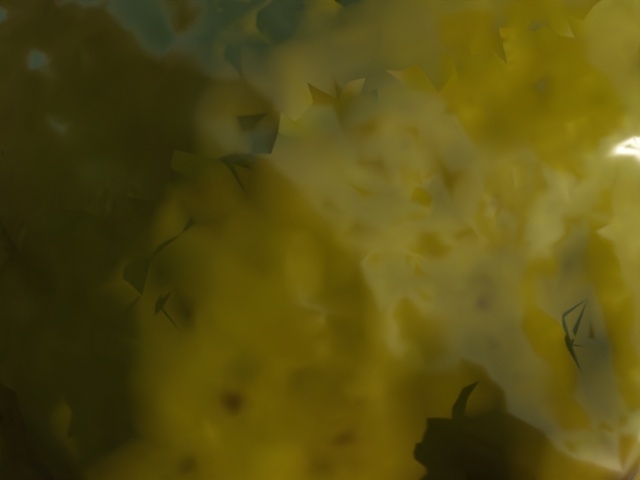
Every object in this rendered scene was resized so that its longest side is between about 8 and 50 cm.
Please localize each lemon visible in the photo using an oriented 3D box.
[{"bbox_3d":[0.000,0.000,0.461,0.253,0.253,0.310,42,-2,-18],"label":"lemon"}]
